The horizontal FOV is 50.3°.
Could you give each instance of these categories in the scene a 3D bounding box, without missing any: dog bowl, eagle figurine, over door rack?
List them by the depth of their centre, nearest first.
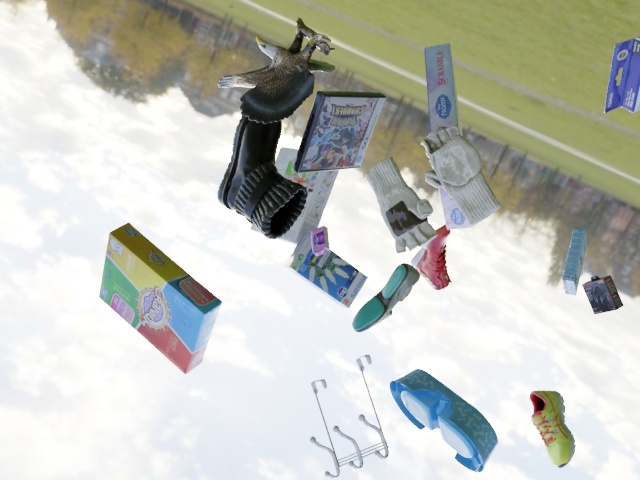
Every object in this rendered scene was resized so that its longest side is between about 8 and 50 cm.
[{"bbox_3d":[0.289,0.410,1.595,0.297,0.074,0.166,33,150,42],"label":"dog bowl"},{"bbox_3d":[-0.115,-0.465,1.869,0.225,0.298,0.226,40,-172,-1],"label":"eagle figurine"},{"bbox_3d":[0.071,0.543,2.115,0.108,0.239,0.325,18,-131,-41],"label":"over door rack"}]

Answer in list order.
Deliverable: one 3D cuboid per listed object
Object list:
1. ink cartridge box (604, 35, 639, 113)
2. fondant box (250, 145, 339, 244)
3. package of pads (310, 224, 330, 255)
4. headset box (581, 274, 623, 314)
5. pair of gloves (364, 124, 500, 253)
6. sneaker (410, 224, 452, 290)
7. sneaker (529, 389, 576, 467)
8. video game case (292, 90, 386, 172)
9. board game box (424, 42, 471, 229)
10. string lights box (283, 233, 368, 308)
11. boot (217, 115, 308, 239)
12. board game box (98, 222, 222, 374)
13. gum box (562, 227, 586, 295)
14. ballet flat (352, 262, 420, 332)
[{"bbox_3d":[0.838,-0.434,1.720,0.223,0.223,0.045,72,173,-49],"label":"ink cartridge box"},{"bbox_3d":[-0.091,-0.156,2.436,0.238,0.331,0.096,17,176,40],"label":"fondant box"},{"bbox_3d":[0.000,0.000,1.995,0.032,0.050,0.083,39,-144,-47],"label":"package of pads"},{"bbox_3d":[0.636,0.119,1.542,0.032,0.083,0.062,-20,176,-34],"label":"headset box"},{"bbox_3d":[0.218,-0.103,1.370,0.042,0.240,0.204,-3,-111,-62],"label":"pair of gloves"},{"bbox_3d":[0.330,0.053,1.849,0.128,0.087,0.221,54,159,18],"label":"sneaker"},{"bbox_3d":[0.570,0.469,1.715,0.094,0.081,0.209,20,-137,-20],"label":"sneaker"},{"bbox_3d":[0.058,-0.322,2.027,0.274,0.248,0.035,-11,-139,-44],"label":"video game case"},{"bbox_3d":[0.306,-0.241,1.633,0.065,0.319,0.318,-6,147,14],"label":"board game box"},{"bbox_3d":[0.019,0.106,2.313,0.259,0.133,0.076,36,168,-16],"label":"string lights box"},{"bbox_3d":[-0.135,-0.197,1.882,0.131,0.348,0.260,9,-166,-43],"label":"boot"},{"bbox_3d":[-0.396,0.142,1.654,0.316,0.242,0.064,37,-138,16],"label":"board game box"},{"bbox_3d":[0.852,0.073,2.279,0.041,0.185,0.157,11,163,27],"label":"gum box"},{"bbox_3d":[0.164,0.148,1.642,0.068,0.213,0.072,28,-163,-36],"label":"ballet flat"}]
